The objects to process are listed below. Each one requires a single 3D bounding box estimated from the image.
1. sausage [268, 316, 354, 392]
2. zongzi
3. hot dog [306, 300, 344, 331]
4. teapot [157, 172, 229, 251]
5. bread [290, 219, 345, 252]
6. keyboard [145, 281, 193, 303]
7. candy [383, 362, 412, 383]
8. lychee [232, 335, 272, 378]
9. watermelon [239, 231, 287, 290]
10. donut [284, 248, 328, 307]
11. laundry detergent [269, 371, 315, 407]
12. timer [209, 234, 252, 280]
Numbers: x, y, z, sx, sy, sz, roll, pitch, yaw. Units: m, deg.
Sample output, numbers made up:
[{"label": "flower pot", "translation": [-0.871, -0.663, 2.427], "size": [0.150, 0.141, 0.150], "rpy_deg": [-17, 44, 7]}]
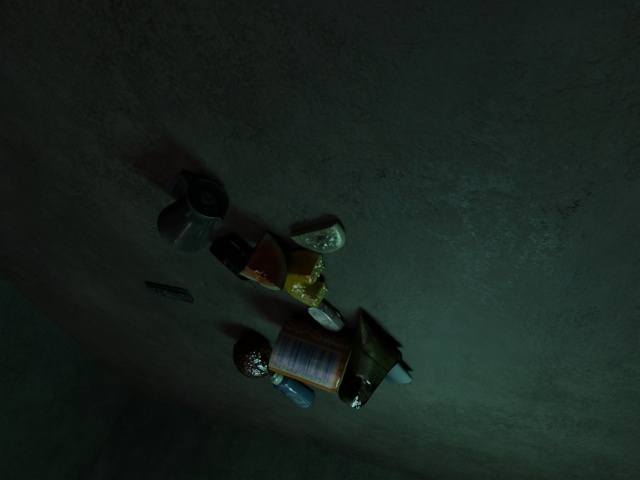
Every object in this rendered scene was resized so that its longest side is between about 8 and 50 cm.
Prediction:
[{"label": "sausage", "translation": [-0.034, 0.453, 1.910], "size": [0.287, 0.233, 0.233], "rpy_deg": [16, 145, 10]}, {"label": "zongzi", "translation": [0.140, 0.447, 1.782], "size": [0.138, 0.286, 0.300], "rpy_deg": [23, 154, 47]}, {"label": "hot dog", "translation": [0.022, 0.286, 1.817], "size": [0.099, 0.053, 0.192], "rpy_deg": [-13, 135, 41]}, {"label": "teapot", "translation": [-0.395, -0.090, 1.470], "size": [0.225, 0.171, 0.203], "rpy_deg": [-38, 84, 44]}, {"label": "bread", "translation": [0.005, 0.002, 1.463], "size": [0.193, 0.036, 0.112], "rpy_deg": [-12, 133, 40]}, {"label": "keyboard", "translation": [-0.678, 0.236, 2.155], "size": [0.230, 0.025, 0.093], "rpy_deg": [8, 140, 20]}, {"label": "candy", "translation": [0.285, 0.534, 1.984], "size": [0.138, 0.071, 0.174], "rpy_deg": [-11, 135, 37]}, {"label": "lychee", "translation": [-0.304, 0.538, 2.212], "size": [0.238, 0.200, 0.200], "rpy_deg": [9, 146, 43]}, {"label": "watermelon", "translation": [-0.171, 0.088, 1.561], "size": [0.145, 0.137, 0.193], "rpy_deg": [32, 117, -6]}, {"label": "donut", "translation": [-0.066, 0.124, 1.622], "size": [0.152, 0.101, 0.259], "rpy_deg": [16, 149, 19]}, {"label": "laundry detergent", "translation": [-0.162, 0.775, 2.539], "size": [0.143, 0.094, 0.290], "rpy_deg": [-12, 130, 47]}, {"label": "timer", "translation": [-0.285, 0.062, 1.688], "size": [0.144, 0.055, 0.187], "rpy_deg": [-19, 124, 41]}]
